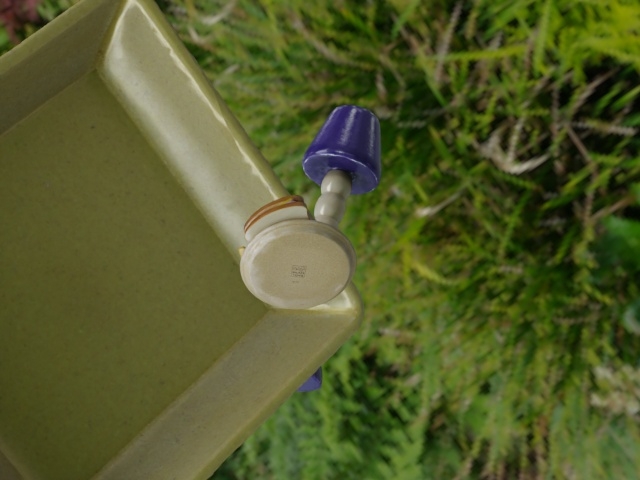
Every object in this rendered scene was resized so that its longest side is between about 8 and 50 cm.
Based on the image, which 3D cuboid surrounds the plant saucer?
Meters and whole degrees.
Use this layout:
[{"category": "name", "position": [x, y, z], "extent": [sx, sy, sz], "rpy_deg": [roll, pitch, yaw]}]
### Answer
[{"category": "plant saucer", "position": [-0.175, 0.030, 0.951], "extent": [0.333, 0.333, 0.081], "rpy_deg": [55, 151, -13]}]

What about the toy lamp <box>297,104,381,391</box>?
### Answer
[{"category": "toy lamp", "position": [0.000, 0.000, 1.183], "extent": [0.080, 0.275, 0.080], "rpy_deg": [15, 155, 7]}]

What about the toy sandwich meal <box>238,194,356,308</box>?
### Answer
[{"category": "toy sandwich meal", "position": [-0.017, 0.010, 0.854], "extent": [0.029, 0.085, 0.085], "rpy_deg": [-97, -12, -50]}]
